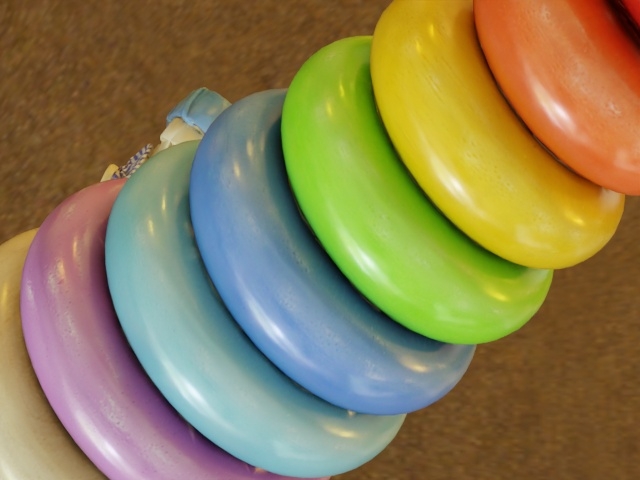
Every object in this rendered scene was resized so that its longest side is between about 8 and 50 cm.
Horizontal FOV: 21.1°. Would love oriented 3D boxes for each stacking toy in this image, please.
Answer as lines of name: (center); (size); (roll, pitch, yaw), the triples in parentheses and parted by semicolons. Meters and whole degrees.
stacking toy: (0.034, -0.021, 0.525); (0.141, 0.330, 0.141); (34, 35, -28)

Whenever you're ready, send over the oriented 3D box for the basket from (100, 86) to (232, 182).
basket: (0.000, 0.000, 0.902); (0.289, 0.255, 0.201); (-39, 85, -12)
